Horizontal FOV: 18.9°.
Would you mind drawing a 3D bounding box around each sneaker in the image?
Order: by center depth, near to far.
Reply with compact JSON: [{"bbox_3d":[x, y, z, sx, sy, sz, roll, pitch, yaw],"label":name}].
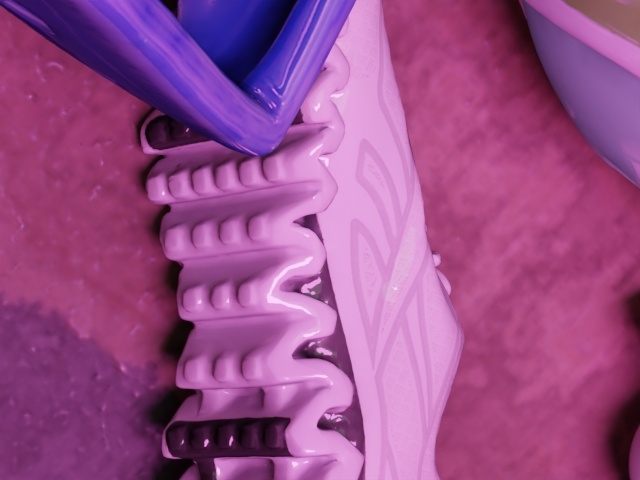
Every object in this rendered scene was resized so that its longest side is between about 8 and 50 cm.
[{"bbox_3d":[0.000,0.000,0.785,0.118,0.110,0.292,-2,93,-43],"label":"sneaker"}]

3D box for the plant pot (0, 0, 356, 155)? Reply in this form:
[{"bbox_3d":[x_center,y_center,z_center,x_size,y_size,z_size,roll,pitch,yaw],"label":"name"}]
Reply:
[{"bbox_3d":[-0.085,-0.193,0.635,0.212,0.236,0.236,24,85,18],"label":"plant pot"}]

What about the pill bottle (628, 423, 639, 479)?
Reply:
[{"bbox_3d":[0.224,0.143,0.847,0.146,0.146,0.264,-22,104,-16],"label":"pill bottle"}]

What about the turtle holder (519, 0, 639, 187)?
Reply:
[{"bbox_3d":[0.220,-0.097,0.735,0.243,0.320,0.227,-39,135,-38],"label":"turtle holder"}]
